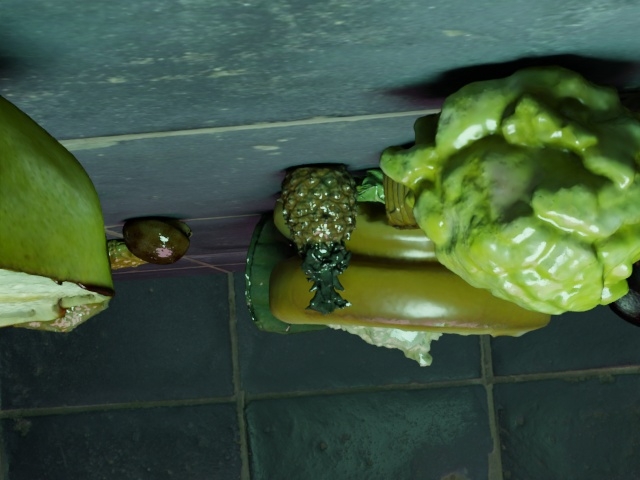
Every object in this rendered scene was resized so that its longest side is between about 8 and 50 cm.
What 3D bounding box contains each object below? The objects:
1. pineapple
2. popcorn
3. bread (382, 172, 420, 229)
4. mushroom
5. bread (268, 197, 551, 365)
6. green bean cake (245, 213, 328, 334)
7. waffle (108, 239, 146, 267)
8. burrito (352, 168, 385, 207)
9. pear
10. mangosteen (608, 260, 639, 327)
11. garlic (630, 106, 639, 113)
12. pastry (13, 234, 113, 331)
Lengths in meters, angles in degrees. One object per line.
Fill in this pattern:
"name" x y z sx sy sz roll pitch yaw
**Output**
"pineapple" 0.000 0.000 1.425 0.108 0.197 0.108 -3 179 0
"popcorn" 0.197 -0.054 0.969 0.259 0.259 0.212 0 149 -42
"bread" 0.173 -0.070 1.313 0.199 0.104 0.199 -6 179 0
"mushroom" -0.286 -0.006 1.875 0.127 0.087 0.127 14 162 5
"bread" 0.136 0.047 1.638 0.424 0.245 0.329 2 160 9
"green bean cake" -0.037 0.055 1.955 0.125 0.222 0.227 5 -179 28
"waffle" -0.459 0.034 2.282 0.291 0.051 0.291 -6 177 0
"burrito" 0.177 -0.073 1.487 0.288 0.054 0.104 -2 -174 -14
"pear" -0.335 -0.040 0.708 0.387 0.191 0.340 0 170 -39
"mangosteen" 0.467 -0.020 1.489 0.233 0.287 0.288 -39 158 27
"garlic" 0.421 -0.052 1.137 0.286 0.249 0.313 -20 -157 -28
"pastry" -0.384 0.034 1.527 0.182 0.192 0.093 2 -179 -2
